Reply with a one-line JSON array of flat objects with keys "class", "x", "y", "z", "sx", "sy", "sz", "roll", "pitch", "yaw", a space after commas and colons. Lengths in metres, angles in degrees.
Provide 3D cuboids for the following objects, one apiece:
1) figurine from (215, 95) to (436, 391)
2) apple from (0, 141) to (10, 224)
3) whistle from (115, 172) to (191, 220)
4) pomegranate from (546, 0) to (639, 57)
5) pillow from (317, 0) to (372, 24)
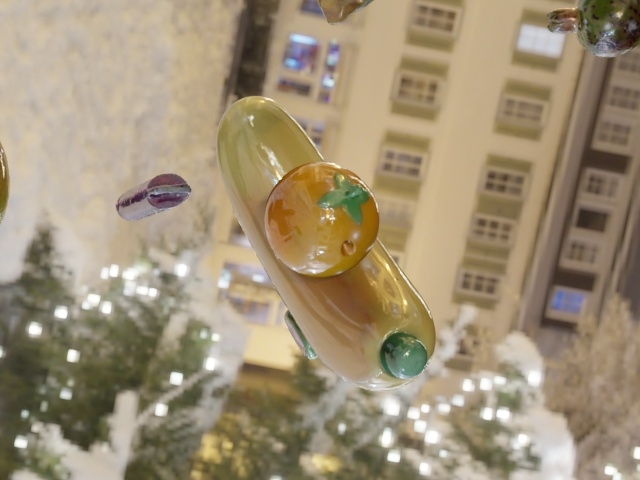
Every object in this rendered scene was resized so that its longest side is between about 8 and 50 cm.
[{"class": "figurine", "x": 0.000, "y": 0.000, "z": 1.296, "sx": 0.324, "sy": 0.124, "sz": 0.222, "roll": 60, "pitch": -8, "yaw": 5}, {"class": "apple", "x": -0.451, "y": -0.064, "z": 1.534, "sx": 0.196, "sy": 0.196, "sz": 0.196, "roll": -169, "pitch": -90, "yaw": -86}, {"class": "whistle", "x": -0.154, "y": -0.038, "z": 1.205, "sx": 0.176, "sy": 0.033, "sz": 0.033, "roll": 171, "pitch": -70, "yaw": -70}, {"class": "pomegranate", "x": 0.253, "y": -0.199, "z": 1.200, "sx": 0.073, "sy": 0.085, "sz": 0.073, "roll": 16, "pitch": -71, "yaw": 59}, {"class": "pillow", "x": 0.049, "y": -0.327, "z": 1.013, "sx": 0.312, "sy": 0.310, "sz": 0.119, "roll": 48, "pitch": -12, "yaw": 34}]
